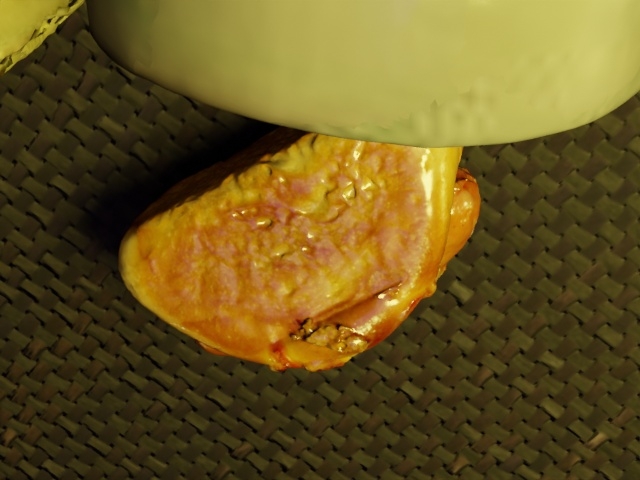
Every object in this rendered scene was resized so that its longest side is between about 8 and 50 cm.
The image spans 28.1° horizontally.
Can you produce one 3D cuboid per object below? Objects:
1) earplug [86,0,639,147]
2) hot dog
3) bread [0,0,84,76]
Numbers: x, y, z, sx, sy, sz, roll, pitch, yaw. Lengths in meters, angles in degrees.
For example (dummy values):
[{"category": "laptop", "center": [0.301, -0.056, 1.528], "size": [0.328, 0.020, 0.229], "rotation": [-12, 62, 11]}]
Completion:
[{"category": "earplug", "center": [0.041, -0.282, 0.598], "size": [0.312, 0.313, 0.394], "rotation": [6, 123, 2]}, {"category": "hot dog", "center": [0.000, 0.000, 0.874], "size": [0.256, 0.150, 0.153], "rotation": [-26, 105, 19]}, {"category": "bread", "center": [-0.310, -0.145, 0.738], "size": [0.279, 0.315, 0.248], "rotation": [-32, 114, 10]}]
